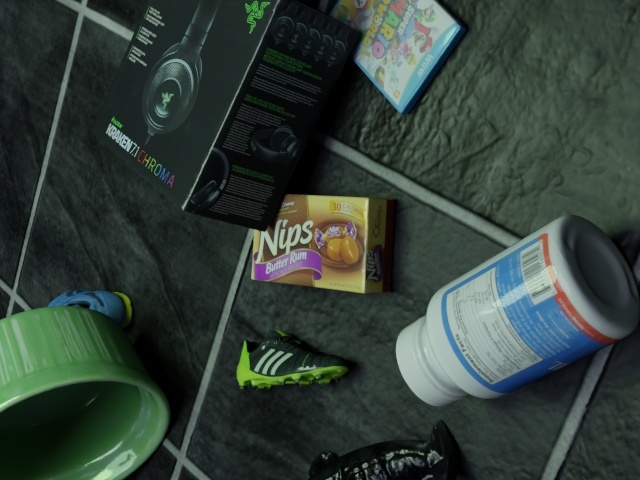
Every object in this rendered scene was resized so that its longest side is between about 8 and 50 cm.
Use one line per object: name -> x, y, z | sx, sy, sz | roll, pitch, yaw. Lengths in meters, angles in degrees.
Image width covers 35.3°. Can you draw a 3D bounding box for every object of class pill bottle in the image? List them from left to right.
pill bottle -> 0.181, 0.078, 0.965 | 0.221, 0.124, 0.124 | -35, 67, 39

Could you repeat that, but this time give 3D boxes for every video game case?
video game case -> 0.079, -0.240, 1.134 | 0.166, 0.015, 0.119 | 53, 123, 29

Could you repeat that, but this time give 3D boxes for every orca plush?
orca plush -> 0.029, 0.304, 1.123 | 0.287, 0.102, 0.151 | -27, 72, 40

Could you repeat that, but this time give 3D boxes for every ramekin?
ramekin -> -0.373, 0.229, 1.379 | 0.303, 0.303, 0.148 | -55, 48, 29

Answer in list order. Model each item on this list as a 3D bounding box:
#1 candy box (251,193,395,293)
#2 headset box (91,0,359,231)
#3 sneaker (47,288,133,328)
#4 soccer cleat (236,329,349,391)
candy box -> 0.000, 0.000, 1.184 | 0.187, 0.053, 0.109 | 5, 93, 42
headset box -> -0.118, -0.196, 1.207 | 0.246, 0.131, 0.283 | 38, 106, 43
sneaker -> -0.374, 0.109, 1.520 | 0.209, 0.082, 0.069 | -6, 88, 45
soccer cleat -> -0.038, 0.142, 1.220 | 0.179, 0.060, 0.072 | -12, 69, 43
